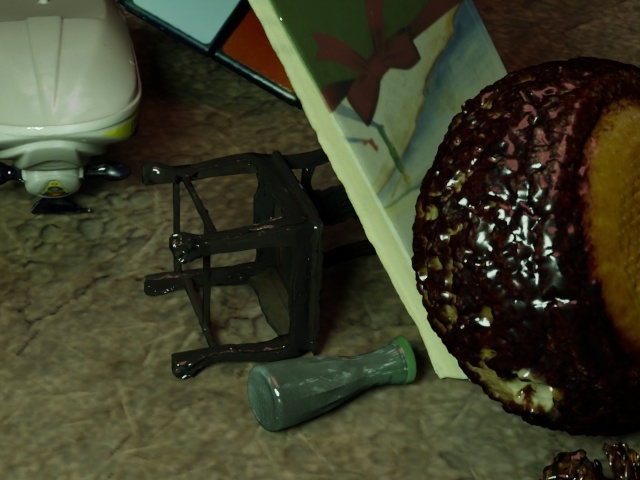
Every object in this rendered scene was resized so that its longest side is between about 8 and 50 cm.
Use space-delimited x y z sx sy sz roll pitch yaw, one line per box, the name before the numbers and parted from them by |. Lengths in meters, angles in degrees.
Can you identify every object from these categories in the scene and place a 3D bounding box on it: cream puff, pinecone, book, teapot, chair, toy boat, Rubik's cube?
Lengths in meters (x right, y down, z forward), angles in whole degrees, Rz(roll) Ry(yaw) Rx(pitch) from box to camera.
cream puff | 0.157 0.006 1.109 0.165 0.239 0.239 -12 18 43
pinecone | 0.162 0.152 1.019 0.083 0.077 0.077 -13 30 18
book | 0.072 -0.076 1.193 0.026 0.289 0.201 -18 17 41
teapot | 0.011 0.086 1.125 0.111 0.042 0.043 -14 38 -28
chair | 0.000 0.000 1.189 0.229 0.106 0.113 -9 36 -17
toy boat | -0.198 -0.103 1.294 0.141 0.140 0.269 -2 34 -9
Rubik's cube | -0.042 -0.245 1.428 0.183 0.180 0.167 31 25 -21
